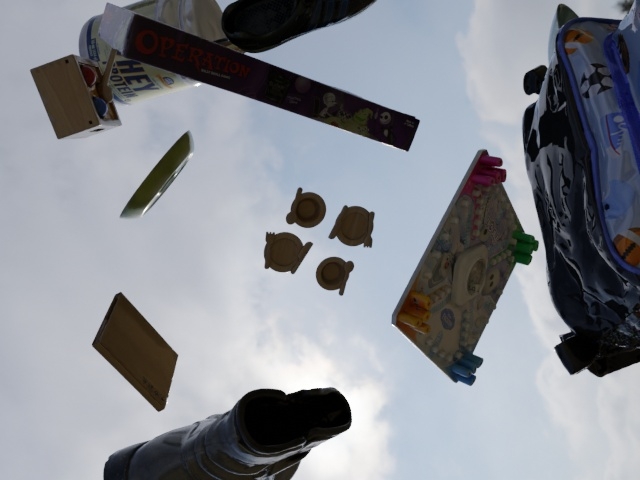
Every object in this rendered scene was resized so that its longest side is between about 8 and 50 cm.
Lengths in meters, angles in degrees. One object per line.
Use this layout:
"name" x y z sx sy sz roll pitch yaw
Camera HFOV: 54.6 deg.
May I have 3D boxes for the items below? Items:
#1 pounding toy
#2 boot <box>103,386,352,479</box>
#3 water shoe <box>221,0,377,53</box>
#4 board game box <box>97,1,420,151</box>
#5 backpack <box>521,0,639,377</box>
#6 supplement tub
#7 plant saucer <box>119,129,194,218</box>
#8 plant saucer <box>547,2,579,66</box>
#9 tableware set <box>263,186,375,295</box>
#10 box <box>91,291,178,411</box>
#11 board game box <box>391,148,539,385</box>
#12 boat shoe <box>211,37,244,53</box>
"pounding toy" -0.372 -0.240 0.994 0.141 0.100 0.130 -88 -20 -80
"boot" -0.037 0.169 0.511 0.246 0.161 0.084 17 -132 -61
"water shoe" -0.007 -0.255 0.644 0.073 0.203 0.080 61 -170 -8
"board game box" -0.073 -0.194 0.740 0.346 0.208 0.056 12 -78 -31
"backpack" 0.296 -0.053 0.426 0.213 0.263 0.277 104 170 -63
"supplement tub" -0.410 -0.488 1.570 0.235 0.324 0.236 -10 -90 -72
"plant saucer" -0.342 -0.132 1.336 0.037 0.241 0.241 38 -124 -11
"plant saucer" 0.311 -0.182 0.729 0.195 0.037 0.195 26 -128 -38
"tableware set" 0.000 0.000 0.949 0.168 0.020 0.141 20 -82 -20
"box" -0.366 0.222 1.253 0.201 0.021 0.164 56 -165 -26
"board game box" 0.323 0.075 1.287 0.390 0.050 0.390 -60 -40 -13
"boat shoe" -0.233 -0.426 1.444 0.190 0.068 0.072 -30 -55 -41
